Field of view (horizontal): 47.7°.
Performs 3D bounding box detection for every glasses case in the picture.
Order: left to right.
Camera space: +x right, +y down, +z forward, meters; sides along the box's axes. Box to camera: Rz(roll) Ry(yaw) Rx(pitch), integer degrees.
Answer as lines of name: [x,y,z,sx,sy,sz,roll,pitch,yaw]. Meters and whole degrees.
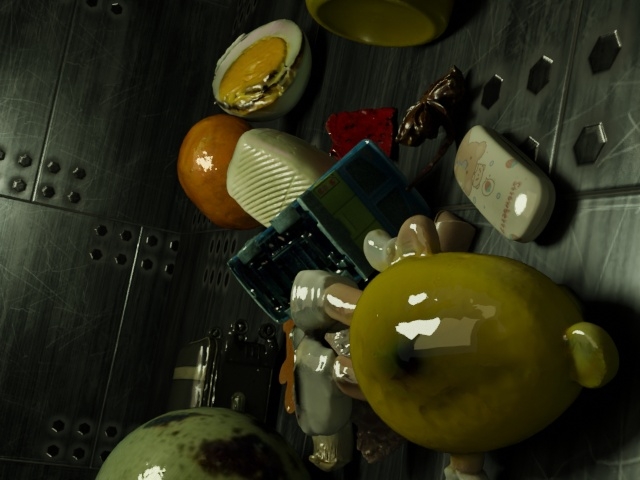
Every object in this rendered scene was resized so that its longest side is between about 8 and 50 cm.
glasses case: [0.126,0.046,0.965,0.102,0.070,0.193,-124,50,-66]
glasses case: [0.208,-0.070,0.839,0.204,0.051,0.081,-114,42,-59]

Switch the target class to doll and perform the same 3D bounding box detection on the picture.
doll: [0.100,0.141,0.787,0.423,0.161,0.348,35,127,44]

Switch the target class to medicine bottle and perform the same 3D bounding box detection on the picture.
medicine bottle: [0.118,-0.511,1.101,0.224,0.224,0.384,176,106,-69]

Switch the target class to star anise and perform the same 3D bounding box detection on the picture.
star anise: [0.151,-0.156,1.007,0.190,0.070,0.097,-60,21,-8]

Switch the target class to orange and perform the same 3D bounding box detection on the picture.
orange: [-0.208,-0.157,1.695,0.226,0.284,0.284,-40,17,-11]

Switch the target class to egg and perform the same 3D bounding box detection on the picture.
egg: [-0.199,0.442,1.163,0.428,0.345,0.344,-9,68,43]
egg: [-0.111,-0.384,1.743,0.286,0.174,0.264,9,68,48]

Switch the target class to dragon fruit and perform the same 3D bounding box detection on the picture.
dragon fruit: [0.086,-0.131,1.223,0.092,0.123,0.192,63,-164,-52]

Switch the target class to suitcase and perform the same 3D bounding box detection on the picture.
suitcase: [-0.219,0.388,1.516,0.283,0.194,0.433,153,125,-66]

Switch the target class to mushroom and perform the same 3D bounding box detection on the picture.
mushroom: [0.006,0.227,1.149,0.096,0.099,0.278,116,154,-47]

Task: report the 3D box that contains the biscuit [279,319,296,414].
biscuit: [-0.033,0.209,1.349,0.165,0.036,0.250,122,156,-44]

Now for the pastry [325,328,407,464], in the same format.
pastry: [0.060,0.173,1.016,0.265,0.103,0.112,-117,26,-52]

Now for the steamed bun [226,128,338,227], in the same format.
steamed bun: [-0.047,-0.107,1.335,0.153,0.239,0.170,-38,-21,-50]

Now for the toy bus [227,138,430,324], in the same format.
toy bus: [0.000,0.000,1.105,0.190,0.152,0.312,-43,4,-32]
